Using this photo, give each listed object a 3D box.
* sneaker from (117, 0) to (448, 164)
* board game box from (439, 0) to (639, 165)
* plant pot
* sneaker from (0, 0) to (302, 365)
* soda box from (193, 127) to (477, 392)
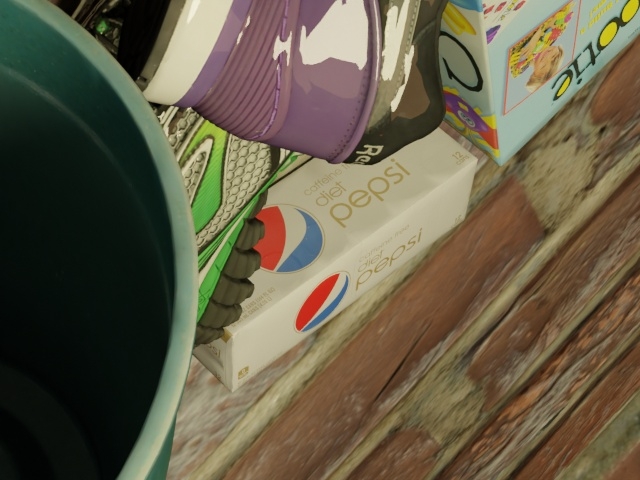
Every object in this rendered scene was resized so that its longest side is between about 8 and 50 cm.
[{"bbox_3d":[0.032,-0.166,0.522,0.124,0.107,0.283,19,97,-19],"label":"sneaker"},{"bbox_3d":[0.077,-0.186,0.716,0.144,0.142,0.275,-43,155,-12],"label":"board game box"},{"bbox_3d":[-0.176,0.072,0.551,0.271,0.271,0.255,-39,160,-20],"label":"plant pot"},{"bbox_3d":[-0.075,-0.056,0.667,0.146,0.134,0.343,-20,144,-45],"label":"sneaker"},{"bbox_3d":[0.000,0.000,0.941,0.216,0.074,0.069,-36,153,-26],"label":"soda box"}]
